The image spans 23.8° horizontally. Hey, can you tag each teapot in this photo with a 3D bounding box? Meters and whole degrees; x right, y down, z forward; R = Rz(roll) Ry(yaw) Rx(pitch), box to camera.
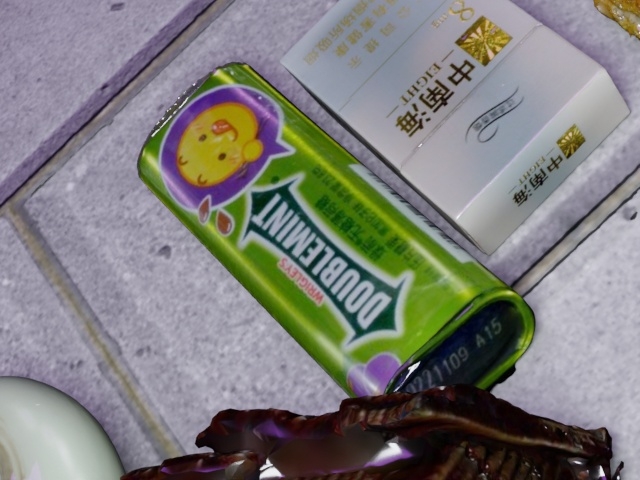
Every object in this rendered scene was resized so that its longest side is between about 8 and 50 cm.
[{"bbox_3d":[-0.257,0.188,1.138,0.318,0.149,0.220,38,93,39],"label":"teapot"}]

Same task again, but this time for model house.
[{"bbox_3d":[0.032,0.226,0.926,0.317,0.297,0.282,-17,19,26],"label":"model house"}]

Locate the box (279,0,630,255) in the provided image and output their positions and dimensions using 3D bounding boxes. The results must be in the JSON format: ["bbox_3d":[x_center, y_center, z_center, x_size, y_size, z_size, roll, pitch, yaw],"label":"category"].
[{"bbox_3d":[0.096,-0.118,1.153,0.155,0.067,0.243,-47,49,1],"label":"box"}]

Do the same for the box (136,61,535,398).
[{"bbox_3d":[0.000,0.000,1.123,0.134,0.097,0.345,-45,50,0],"label":"box"}]

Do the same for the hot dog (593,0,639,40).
[{"bbox_3d":[0.298,-0.136,1.042,0.083,0.068,0.289,-43,48,-6],"label":"hot dog"}]
